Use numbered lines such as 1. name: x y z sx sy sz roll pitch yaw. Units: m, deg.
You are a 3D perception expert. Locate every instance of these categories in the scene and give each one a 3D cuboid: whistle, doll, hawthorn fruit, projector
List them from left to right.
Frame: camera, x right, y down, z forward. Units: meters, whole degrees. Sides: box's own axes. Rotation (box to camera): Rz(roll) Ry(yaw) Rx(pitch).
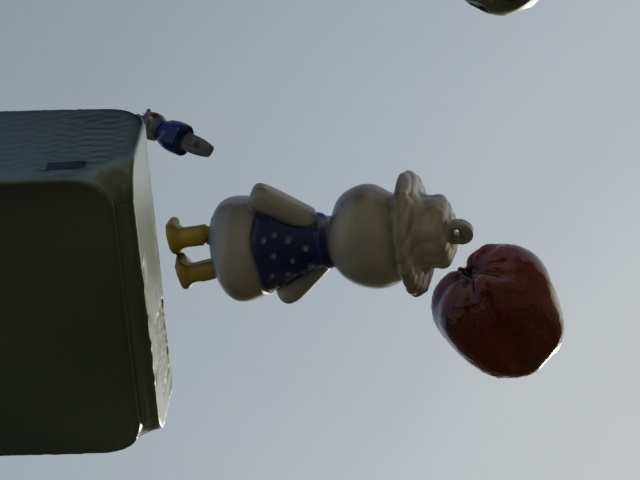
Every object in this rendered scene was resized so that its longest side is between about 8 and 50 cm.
1. projector: -0.225 0.027 1.160 0.250 0.108 0.198 -2 -61 3
2. whistle: -0.127 -0.087 1.578 0.033 0.083 0.029 -53 -31 -25
3. doll: 0.000 0.000 1.754 0.293 0.119 0.138 -5 -56 17
4. hawthorn fruit: 0.191 0.077 1.938 0.133 0.133 0.138 -40 -70 -5

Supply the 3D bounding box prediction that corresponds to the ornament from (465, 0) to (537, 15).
1. ornament: 0.137 -0.224 1.246 0.081 0.075 0.156 -47 -22 -53
